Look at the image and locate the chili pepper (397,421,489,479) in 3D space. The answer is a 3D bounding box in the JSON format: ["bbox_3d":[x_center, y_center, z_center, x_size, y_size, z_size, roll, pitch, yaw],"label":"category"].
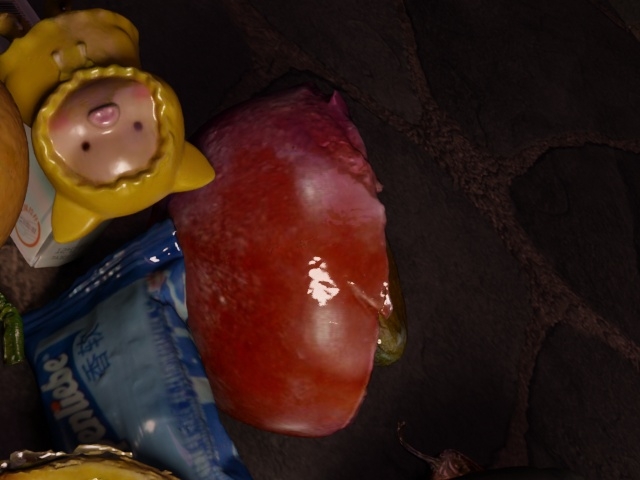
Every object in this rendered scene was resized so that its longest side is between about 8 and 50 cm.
[{"bbox_3d":[0.177,0.285,1.477,0.268,0.050,0.059,38,52,-10],"label":"chili pepper"}]

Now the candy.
[{"bbox_3d":[-0.154,0.148,1.156,0.077,0.187,0.331,44,18,-50],"label":"candy"}]

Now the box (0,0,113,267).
[{"bbox_3d":[-0.291,-0.113,1.354,0.079,0.135,0.269,-13,61,-50],"label":"box"}]

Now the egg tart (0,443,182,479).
[{"bbox_3d":[-0.174,0.284,0.994,0.278,0.095,0.279,5,58,-8],"label":"egg tart"}]

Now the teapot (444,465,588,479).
[{"bbox_3d":[0.119,0.360,1.225,0.239,0.322,0.239,5,5,-25],"label":"teapot"}]

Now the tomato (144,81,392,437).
[{"bbox_3d":[-0.062,0.021,1.281,0.176,0.335,0.290,-1,30,-24],"label":"tomato"}]

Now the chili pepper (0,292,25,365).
[{"bbox_3d":[-0.280,0.075,1.238,0.022,0.027,0.083,14,40,-44],"label":"chili pepper"}]

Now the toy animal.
[{"bbox_3d":[-0.205,-0.118,1.208,0.156,0.156,0.230,-2,56,-50],"label":"toy animal"}]

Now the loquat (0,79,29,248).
[{"bbox_3d":[-0.360,-0.064,1.094,0.263,0.263,0.263,29,34,-22],"label":"loquat"}]

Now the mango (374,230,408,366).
[{"bbox_3d":[0.000,0.000,1.531,0.316,0.146,0.193,54,21,9],"label":"mango"}]
